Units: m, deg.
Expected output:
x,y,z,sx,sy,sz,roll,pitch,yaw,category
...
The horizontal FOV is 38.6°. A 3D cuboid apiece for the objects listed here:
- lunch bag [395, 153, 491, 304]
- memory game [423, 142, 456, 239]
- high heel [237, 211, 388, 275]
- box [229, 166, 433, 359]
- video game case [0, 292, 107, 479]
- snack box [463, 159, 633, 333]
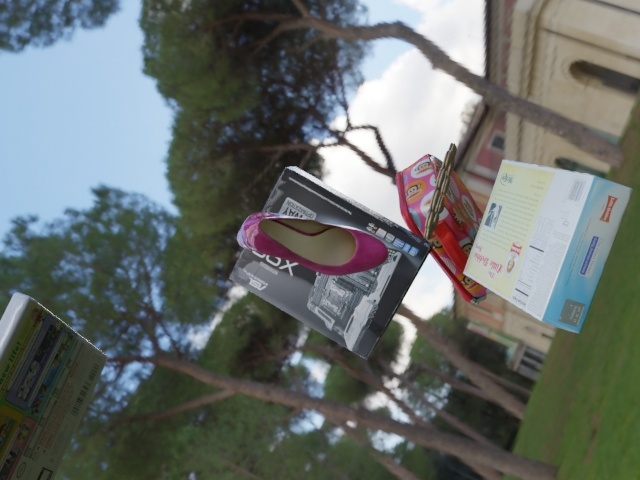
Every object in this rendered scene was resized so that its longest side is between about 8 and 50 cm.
x,y,z,sx,sy,sz,roll,pitch,yaw,category
0.276,-0.016,1.890,0.120,0.293,0.258,-32,27,18,lunch bag
0.217,-0.088,1.644,0.186,0.012,0.186,16,-90,-78,memory game
0.000,0.000,1.369,0.117,0.244,0.082,155,127,-72,high heel
0.018,0.039,1.702,0.242,0.307,0.076,-61,-9,12,box
-0.313,0.185,0.957,0.193,0.023,0.212,64,-137,-62,video game case
0.293,-0.005,1.238,0.322,0.060,0.187,-133,61,-78,snack box
